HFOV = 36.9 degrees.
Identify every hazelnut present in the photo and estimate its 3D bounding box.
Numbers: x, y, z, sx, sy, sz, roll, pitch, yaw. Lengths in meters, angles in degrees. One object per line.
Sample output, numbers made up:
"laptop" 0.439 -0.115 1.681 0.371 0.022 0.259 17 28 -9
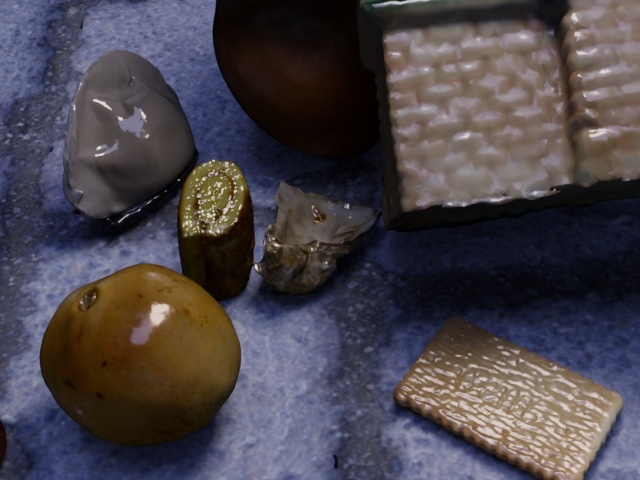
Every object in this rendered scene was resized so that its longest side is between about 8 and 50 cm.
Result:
"hazelnut" 0.004 -0.310 1.476 0.366 0.365 0.365 -2 46 2

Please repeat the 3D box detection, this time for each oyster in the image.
"oyster" -0.016 0.001 1.357 0.162 0.107 0.233 12 29 21

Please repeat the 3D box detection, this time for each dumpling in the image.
"dumpling" -0.276 -0.153 1.435 0.163 0.204 0.293 25 42 10

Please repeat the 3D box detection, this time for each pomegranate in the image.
"pomegranate" -0.210 0.135 1.140 0.233 0.233 0.233 -2 46 2

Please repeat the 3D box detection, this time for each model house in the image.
"model house" 0.278 -0.235 1.258 0.445 0.395 0.400 -8 89 3

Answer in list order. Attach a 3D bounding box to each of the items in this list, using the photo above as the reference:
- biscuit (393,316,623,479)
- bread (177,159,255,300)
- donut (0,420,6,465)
"biscuit" 0.230 0.197 1.185 0.250 0.030 0.160 24 53 24
"bread" -0.140 -0.008 1.298 0.103 0.172 0.132 2 54 -1
"donut" -0.477 0.222 1.164 0.217 0.085 0.141 22 51 25
